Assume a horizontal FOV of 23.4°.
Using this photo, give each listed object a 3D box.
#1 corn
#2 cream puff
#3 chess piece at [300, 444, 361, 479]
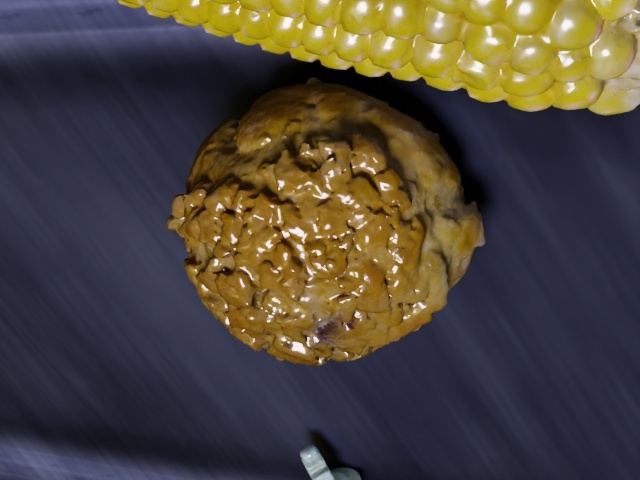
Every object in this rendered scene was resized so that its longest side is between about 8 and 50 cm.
[{"bbox_3d":[-0.031,-0.132,0.535,0.346,0.130,0.130,20,142,5],"label":"corn"},{"bbox_3d":[-0.004,0.000,0.689,0.126,0.103,0.144,48,148,-17],"label":"cream puff"},{"bbox_3d":[0.023,0.178,0.913,0.059,0.059,0.149,-4,121,41],"label":"chess piece"}]
